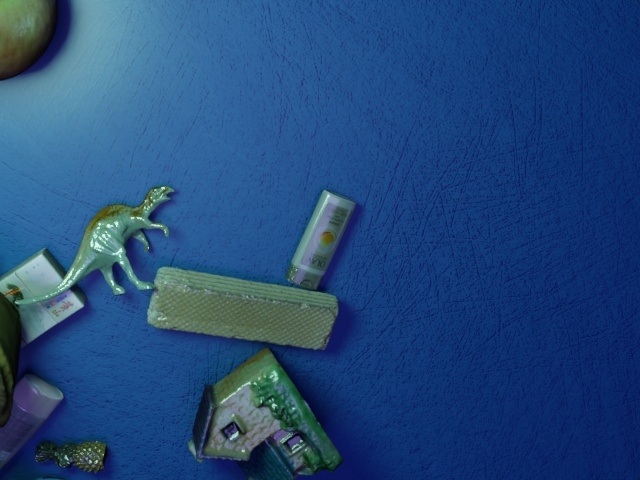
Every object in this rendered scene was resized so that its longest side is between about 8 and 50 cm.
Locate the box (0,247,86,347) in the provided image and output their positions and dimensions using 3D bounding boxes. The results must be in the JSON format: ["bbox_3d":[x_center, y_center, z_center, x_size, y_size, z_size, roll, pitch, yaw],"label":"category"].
[{"bbox_3d":[-0.651,0.142,1.633,0.233,0.067,0.149,-35,111,-1],"label":"box"}]

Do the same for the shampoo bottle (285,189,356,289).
[{"bbox_3d":[0.000,0.000,1.736,0.086,0.056,0.227,21,99,-25],"label":"shampoo bottle"}]

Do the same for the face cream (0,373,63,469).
[{"bbox_3d":[-0.704,0.428,1.694,0.107,0.073,0.269,38,95,-30],"label":"face cream"}]

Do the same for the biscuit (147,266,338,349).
[{"bbox_3d":[-0.176,0.161,1.720,0.426,0.078,0.144,11,118,-14],"label":"biscuit"}]

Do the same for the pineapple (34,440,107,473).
[{"bbox_3d":[-0.581,0.499,1.744,0.159,0.074,0.074,6,103,-9],"label":"pineapple"}]

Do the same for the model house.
[{"bbox_3d":[-0.148,0.455,1.726,0.280,0.245,0.312,-34,102,-9],"label":"model house"}]

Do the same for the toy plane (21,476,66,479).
[{"bbox_3d":[-0.711,0.599,1.707,0.271,0.105,0.254,0,138,-24],"label":"toy plane"}]

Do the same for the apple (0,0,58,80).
[{"bbox_3d":[-0.641,-0.426,1.366,0.306,0.305,0.235,0,137,-12],"label":"apple"}]

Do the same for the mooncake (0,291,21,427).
[{"bbox_3d":[-0.788,0.239,1.418,0.394,0.246,0.393,-31,129,1],"label":"mooncake"}]

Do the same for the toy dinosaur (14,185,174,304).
[{"bbox_3d":[-0.464,0.040,1.616,0.393,0.092,0.205,-26,94,-9],"label":"toy dinosaur"}]
